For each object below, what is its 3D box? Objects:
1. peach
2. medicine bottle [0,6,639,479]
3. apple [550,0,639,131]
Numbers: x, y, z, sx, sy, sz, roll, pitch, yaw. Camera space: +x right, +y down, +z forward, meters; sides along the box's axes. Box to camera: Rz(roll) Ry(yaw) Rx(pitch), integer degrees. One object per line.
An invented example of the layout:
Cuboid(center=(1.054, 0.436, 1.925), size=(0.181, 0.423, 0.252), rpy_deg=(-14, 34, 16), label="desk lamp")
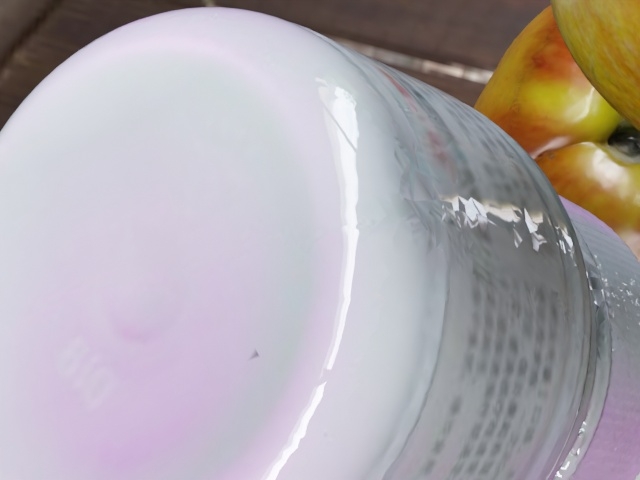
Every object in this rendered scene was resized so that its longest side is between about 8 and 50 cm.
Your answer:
Cuboid(center=(0.226, -0.052, 1.166), size=(0.281, 0.281, 0.238), rpy_deg=(19, 61, -68), label="peach")
Cuboid(center=(0.010, 0.045, 0.838), size=(0.325, 0.256, 0.256), rpy_deg=(15, 92, -53), label="medicine bottle")
Cuboid(center=(0.214, -0.137, 0.678), size=(0.264, 0.264, 0.264), rpy_deg=(-48, 147, -46), label="apple")
